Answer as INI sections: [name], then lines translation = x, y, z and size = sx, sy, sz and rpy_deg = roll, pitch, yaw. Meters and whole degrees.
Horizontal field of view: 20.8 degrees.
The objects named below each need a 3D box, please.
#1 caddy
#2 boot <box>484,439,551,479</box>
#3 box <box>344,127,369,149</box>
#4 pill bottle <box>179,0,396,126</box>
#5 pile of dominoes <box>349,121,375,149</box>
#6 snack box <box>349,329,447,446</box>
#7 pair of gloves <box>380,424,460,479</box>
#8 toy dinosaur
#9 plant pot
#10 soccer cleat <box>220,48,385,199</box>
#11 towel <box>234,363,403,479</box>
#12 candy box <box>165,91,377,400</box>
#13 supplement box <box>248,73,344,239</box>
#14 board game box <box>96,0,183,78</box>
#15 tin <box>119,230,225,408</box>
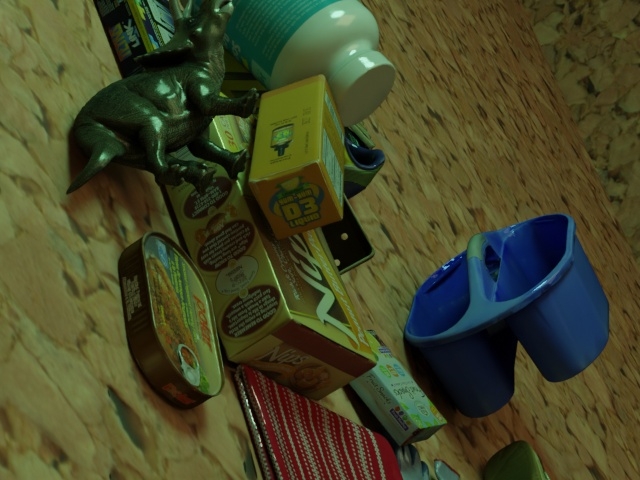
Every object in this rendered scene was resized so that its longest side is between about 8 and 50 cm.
[caddy]
translation = 0.237, 0.077, 2.268
size = 0.179, 0.241, 0.341
rpy_deg = 61, 17, -12
[boot]
translation = 0.289, 0.388, 2.128
size = 0.203, 0.095, 0.262
rpy_deg = 51, 15, -24
[box]
translation = 0.024, -0.112, 2.301
size = 0.083, 0.062, 0.052
rpy_deg = 38, 25, -46
[pill bottle]
translation = -0.034, -0.247, 2.003
size = 0.264, 0.146, 0.146
rpy_deg = 45, 12, 24
[pile of dominoes]
translation = 0.003, -0.233, 2.370
size = 0.196, 0.040, 0.251
rpy_deg = 43, 10, -20
[snack box]
translation = 0.074, 0.165, 1.981
size = 0.141, 0.037, 0.100
rpy_deg = 51, 17, 15
[pair of gloves]
translation = 0.127, 0.296, 1.967
size = 0.198, 0.023, 0.159
rpy_deg = 42, 26, -38
[toy dinosaur]
translation = -0.166, -0.116, 1.726
size = 0.160, 0.121, 0.313
rpy_deg = 28, 52, 21
[plant pot]
translation = 0.000, 0.000, 2.001
size = 0.109, 0.109, 0.096
rpy_deg = 61, 7, 12
[soccer cleat]
translation = -0.037, -0.162, 2.125
size = 0.289, 0.121, 0.093
rpy_deg = 44, 23, -27
[towel]
translation = 0.020, 0.243, 1.763
size = 0.275, 0.031, 0.199
rpy_deg = 34, 29, -51
[candy box]
translation = -0.067, -0.001, 1.842
size = 0.183, 0.087, 0.316
rpy_deg = 31, 32, -54
[supplement box]
translation = -0.022, -0.090, 1.822
size = 0.233, 0.078, 0.080
rpy_deg = -84, 155, -64
[board game box]
translation = -0.176, -0.203, 1.957
size = 0.141, 0.048, 0.170
rpy_deg = 32, 30, -57
[tin]
translation = -0.138, 0.074, 1.620
size = 0.106, 0.040, 0.190
rpy_deg = 37, 27, -38
